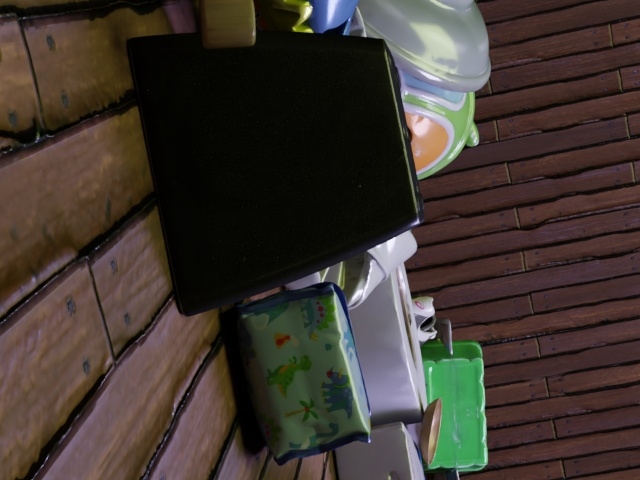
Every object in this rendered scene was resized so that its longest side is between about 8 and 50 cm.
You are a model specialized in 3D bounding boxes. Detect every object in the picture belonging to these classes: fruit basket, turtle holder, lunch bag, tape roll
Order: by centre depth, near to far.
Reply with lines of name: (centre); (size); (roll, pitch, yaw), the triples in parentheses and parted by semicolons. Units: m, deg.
lunch bag: (-0.015, 0.103, 0.967); (0.151, 0.096, 0.128); (152, -75, -82)
tape roll: (0.062, 0.100, 1.528); (0.286, 0.100, 0.286); (-11, 90, -83)
turtle holder: (0.106, -0.256, 1.858); (0.227, 0.243, 0.320); (12, 80, -65)
fruit basket: (0.194, 0.300, 2.193); (0.353, 0.166, 0.327); (175, -87, -76)

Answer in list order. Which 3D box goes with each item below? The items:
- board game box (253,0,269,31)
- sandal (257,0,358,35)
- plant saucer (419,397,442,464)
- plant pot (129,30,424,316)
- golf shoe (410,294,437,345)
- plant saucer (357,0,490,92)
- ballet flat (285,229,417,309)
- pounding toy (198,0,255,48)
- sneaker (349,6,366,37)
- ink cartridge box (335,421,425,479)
board game box: (-0.045, -0.171, 1.159); (0.210, 0.047, 0.160); (44, 22, -77)
sandal: (0.010, -0.224, 0.931); (0.317, 0.138, 0.126); (83, -16, -73)
plant saucer: (0.134, 0.232, 1.468); (0.083, 0.015, 0.083); (8, 90, -76)
plant pot: (-0.018, -0.061, 0.862); (0.187, 0.167, 0.188); (-17, 95, -83)
golf shoe: (0.136, 0.159, 1.954); (0.273, 0.120, 0.105); (65, 14, -69)
plant saucer: (0.115, -0.387, 1.752); (0.400, 0.100, 0.400); (30, 31, -20)
ballet flat: (0.000, 0.000, 1.177); (0.400, 0.139, 0.139); (47, 33, -69)
pounding toy: (-0.100, -0.218, 0.751); (0.181, 0.094, 0.206); (144, -63, -76)
sneaker: (-0.012, -0.289, 1.424); (0.180, 0.125, 0.321); (-57, 135, -79)
ink cartridge box: (0.080, 0.305, 1.401); (0.203, 0.086, 0.148); (60, 20, -68)
